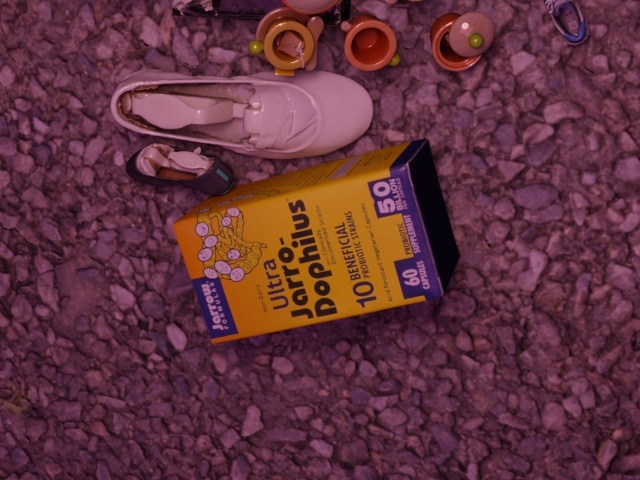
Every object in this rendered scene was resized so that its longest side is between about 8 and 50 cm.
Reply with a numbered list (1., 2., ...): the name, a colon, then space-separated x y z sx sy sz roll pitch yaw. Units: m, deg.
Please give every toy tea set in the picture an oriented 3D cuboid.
1. toy tea set: 0.074 -0.303 1.397 0.336 0.124 0.200 -1 120 -8

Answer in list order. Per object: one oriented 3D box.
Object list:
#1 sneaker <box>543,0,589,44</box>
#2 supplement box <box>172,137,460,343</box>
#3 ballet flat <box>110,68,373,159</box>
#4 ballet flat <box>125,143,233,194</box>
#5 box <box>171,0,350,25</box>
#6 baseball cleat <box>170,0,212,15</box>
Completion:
1. sneaker: 0.327 -0.328 1.424 0.052 0.058 0.135 -30 96 20
2. supplement box: 0.000 0.000 1.532 0.356 0.195 0.194 -13 102 18
3. ballet flat: -0.127 -0.185 1.546 0.400 0.139 0.139 6 107 13
4. ballet flat: -0.226 -0.118 1.599 0.203 0.074 0.074 13 110 28
5. box: -0.082 -0.473 1.478 0.257 0.079 0.322 6 107 11
6. baseball cleat: -0.131 -0.400 1.444 0.205 0.072 0.109 -26 85 14
